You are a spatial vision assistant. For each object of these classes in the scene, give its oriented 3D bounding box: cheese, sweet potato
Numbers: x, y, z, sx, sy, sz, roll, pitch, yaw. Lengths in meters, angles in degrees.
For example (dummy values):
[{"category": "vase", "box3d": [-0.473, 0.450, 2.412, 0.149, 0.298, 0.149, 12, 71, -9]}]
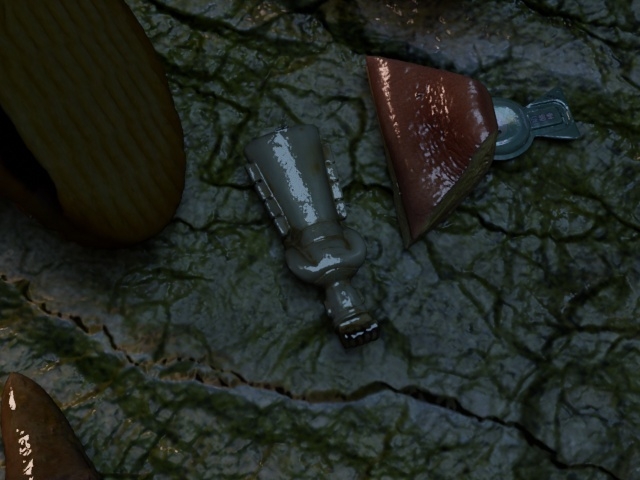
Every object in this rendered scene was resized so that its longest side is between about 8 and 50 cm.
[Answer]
[{"category": "cheese", "box3d": [0.187, -0.112, 1.358, 0.120, 0.026, 0.067, -13, 71, -13]}, {"category": "sweet potato", "box3d": [-0.205, 0.264, 1.121, 0.114, 0.092, 0.342, -7, 68, 7]}]

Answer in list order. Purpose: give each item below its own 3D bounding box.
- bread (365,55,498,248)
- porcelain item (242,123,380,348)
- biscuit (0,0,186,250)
[{"category": "bread", "box3d": [0.110, -0.096, 1.311, 0.119, 0.067, 0.192, -16, 72, 18]}, {"category": "porcelain item", "box3d": [0.000, 0.000, 1.273, 0.084, 0.054, 0.213, -18, 72, -12]}, {"category": "biscuit", "box3d": [-0.221, -0.139, 1.187, 0.040, 0.318, 0.318, -23, 69, 24]}]
